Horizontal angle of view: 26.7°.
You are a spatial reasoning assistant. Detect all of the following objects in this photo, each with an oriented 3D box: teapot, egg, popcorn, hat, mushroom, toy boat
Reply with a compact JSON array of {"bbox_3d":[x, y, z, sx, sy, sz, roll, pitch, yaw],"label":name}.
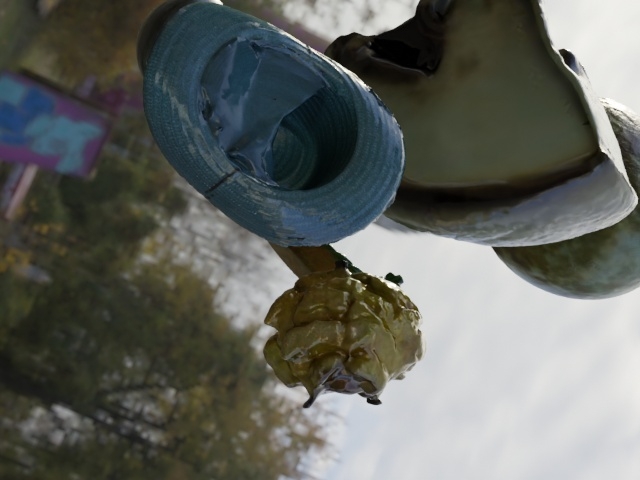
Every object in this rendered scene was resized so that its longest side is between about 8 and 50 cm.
[{"bbox_3d":[-0.138,-0.195,1.526,0.130,0.119,0.165,-33,142,-39],"label":"teapot"},{"bbox_3d":[0.307,-0.048,1.585,0.238,0.238,0.289,-63,-164,16],"label":"egg"},{"bbox_3d":[0.021,0.099,1.376,0.148,0.167,0.152,35,54,-63],"label":"popcorn"},{"bbox_3d":[-0.037,-0.075,0.911,0.138,0.191,0.078,-59,-168,-24],"label":"hat"},{"bbox_3d":[0.131,-0.102,1.163,0.217,0.212,0.292,-24,-118,18],"label":"mushroom"},{"bbox_3d":[0.000,0.000,1.581,0.088,0.229,0.089,-36,153,-14],"label":"toy boat"}]
